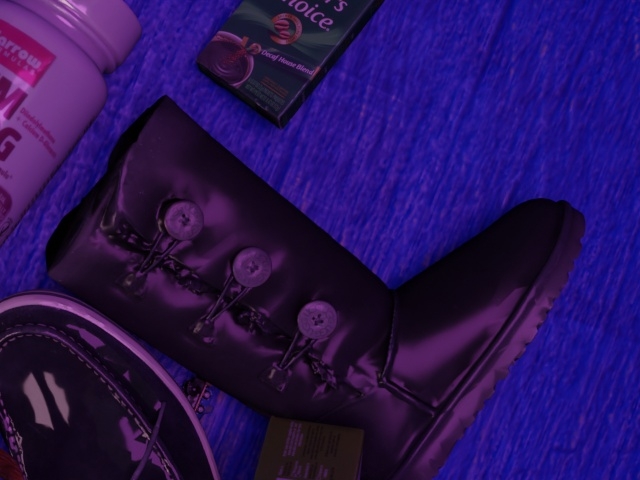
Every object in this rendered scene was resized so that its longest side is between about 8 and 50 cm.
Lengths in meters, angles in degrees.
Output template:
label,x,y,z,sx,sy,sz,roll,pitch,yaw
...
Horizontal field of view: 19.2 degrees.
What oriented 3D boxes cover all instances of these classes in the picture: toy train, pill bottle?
label,x,y,z,sx,sy,sz,roll,pitch,yaw
toy train,-0.142,0.208,1.895,0.036,0.027,0.158,23,84,-16
pill bottle,-0.303,-0.126,1.788,0.160,0.160,0.283,37,75,-11

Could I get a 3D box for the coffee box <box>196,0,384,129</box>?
label,x,y,z,sx,sy,sz,roll,pitch,yaw
coffee box,-0.028,-0.216,1.909,0.113,0.040,0.184,37,79,12

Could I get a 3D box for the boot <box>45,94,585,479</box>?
label,x,y,z,sx,sy,sz,roll,pitch,yaw
boot,-0.001,0.002,1.889,0.445,0.146,0.367,35,79,-7

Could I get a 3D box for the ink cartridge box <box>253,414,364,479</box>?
label,x,y,z,sx,sy,sz,roll,pitch,yaw
ink cartridge box,-0.024,0.328,1.810,0.097,0.189,0.255,8,118,4

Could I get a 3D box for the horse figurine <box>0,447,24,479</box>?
label,x,y,z,sx,sy,sz,roll,pitch,yaw
horse figurine,-0.335,0.286,1.734,0.174,0.066,0.263,6,116,-45

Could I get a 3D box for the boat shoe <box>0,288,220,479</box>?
label,x,y,z,sx,sy,sz,roll,pitch,yaw
boat shoe,-0.182,0.276,1.797,0.187,0.156,0.500,-24,97,15
